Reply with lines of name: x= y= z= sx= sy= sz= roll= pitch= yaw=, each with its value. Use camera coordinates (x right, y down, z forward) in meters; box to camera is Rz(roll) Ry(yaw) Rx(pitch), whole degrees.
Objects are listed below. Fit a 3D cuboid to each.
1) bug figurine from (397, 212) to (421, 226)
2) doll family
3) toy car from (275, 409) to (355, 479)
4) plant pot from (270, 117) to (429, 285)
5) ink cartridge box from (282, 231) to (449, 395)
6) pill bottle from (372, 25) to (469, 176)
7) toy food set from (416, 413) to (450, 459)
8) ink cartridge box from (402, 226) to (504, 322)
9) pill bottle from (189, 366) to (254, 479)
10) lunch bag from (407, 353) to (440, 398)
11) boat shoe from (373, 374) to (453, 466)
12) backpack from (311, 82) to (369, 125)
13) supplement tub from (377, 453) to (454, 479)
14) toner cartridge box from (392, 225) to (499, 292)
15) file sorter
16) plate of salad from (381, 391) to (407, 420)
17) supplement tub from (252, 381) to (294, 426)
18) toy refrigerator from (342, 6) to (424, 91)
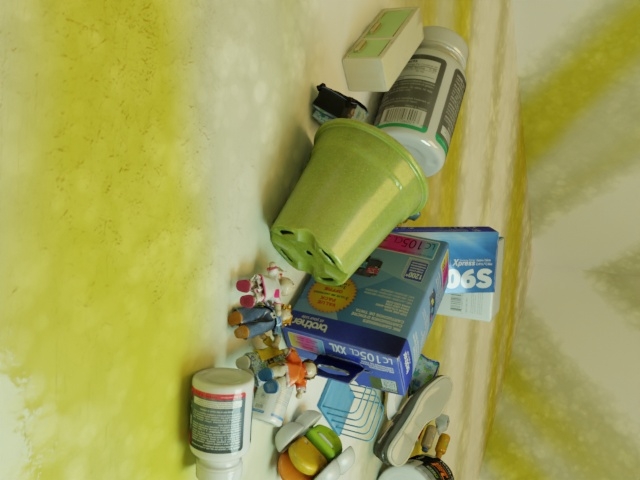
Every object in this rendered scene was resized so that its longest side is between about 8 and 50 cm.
bug figurine: x=0.246 y=-0.169 z=1.871 sx=0.216 sy=0.072 sz=0.279 roll=-11 pitch=107 yaw=-61
doll family: x=-0.099 y=0.179 z=1.269 sx=0.163 sy=0.118 sz=0.263 roll=-2 pitch=75 yaw=-55
toy car: x=-0.026 y=0.477 z=1.453 sx=0.136 sy=0.159 sz=0.182 roll=-54 pitch=162 yaw=22
plant pot: x=0.039 y=-0.058 z=1.332 sx=0.254 sy=0.276 sz=0.276 roll=-55 pitch=143 yaw=-25
ink cartridge box: x=0.100 y=0.162 z=1.442 sx=0.395 sy=0.270 sz=0.151 roll=-61 pitch=150 yaw=-36
pill bottle: x=0.262 y=-0.361 z=1.712 sx=0.204 sy=0.204 sz=0.361 roll=54 pitch=50 yaw=-53
toy food set: x=0.378 y=0.658 z=2.281 sx=0.104 sy=0.111 sz=0.232 roll=-60 pitch=147 yaw=-38
ink cartridge box: x=0.351 y=0.090 z=1.880 sx=0.129 sy=0.307 sz=0.223 roll=-20 pitch=113 yaw=-63
pill bottle: x=-0.172 y=0.321 z=1.144 sx=0.108 sy=0.108 sz=0.180 roll=-8 pitch=104 yaw=-62
lunch bag: x=0.325 y=0.459 z=2.140 sx=0.151 sy=0.096 sz=0.129 roll=-60 pitch=162 yaw=-16
boat shoe: x=0.277 y=0.531 z=2.002 sx=0.335 sy=0.095 sz=0.112 roll=-47 pitch=115 yaw=-27
backpack: x=0.042 y=-0.273 z=1.425 sx=0.084 sy=0.105 sz=0.114 roll=-63 pitch=155 yaw=10
supplement tub: x=0.312 y=0.788 z=2.098 sx=0.316 sy=0.193 sz=0.193 roll=19 pitch=80 yaw=-63
toner cartridge box: x=0.276 y=0.051 z=1.701 sx=0.075 sy=0.348 sz=0.165 roll=-112 pitch=-158 yaw=-77
file sorter: x=0.082 y=0.413 z=1.661 sx=0.118 sy=0.104 sz=0.170 roll=-65 pitch=147 yaw=-32
plate of salad: x=0.228 y=0.445 z=2.006 sx=0.200 sy=0.048 sz=0.200 roll=11 pitch=90 yaw=-67
supplement tub: x=-0.096 y=0.313 z=1.329 sx=0.071 sy=0.071 sz=0.107 roll=53 pitch=51 yaw=-53
toy refrigerator: x=0.156 y=-0.468 z=1.592 sx=0.269 sy=0.102 sz=0.094 roll=-58 pitch=144 yaw=-38
